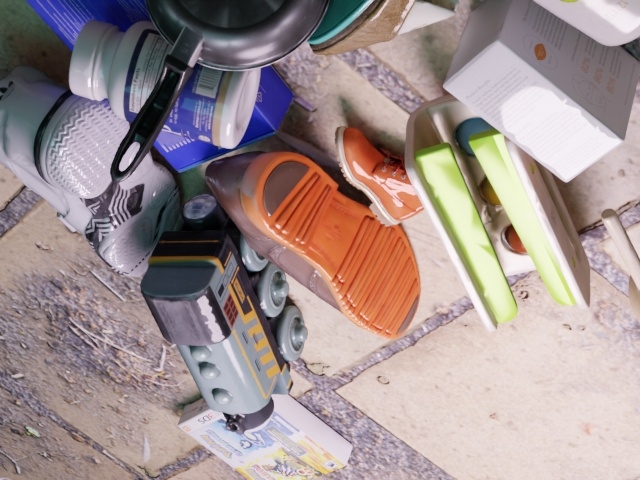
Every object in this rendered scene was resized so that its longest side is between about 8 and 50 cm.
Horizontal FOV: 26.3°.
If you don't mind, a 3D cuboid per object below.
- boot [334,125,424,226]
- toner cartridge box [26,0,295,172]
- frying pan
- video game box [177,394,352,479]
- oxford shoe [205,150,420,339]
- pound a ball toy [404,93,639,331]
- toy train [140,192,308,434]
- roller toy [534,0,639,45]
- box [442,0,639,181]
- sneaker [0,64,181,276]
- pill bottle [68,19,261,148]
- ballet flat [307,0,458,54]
[{"bbox_3d":[0.079,-0.085,1.612,0.084,0.059,0.158,-16,135,31],"label":"boot"},{"bbox_3d":[-0.199,-0.243,1.549,0.165,0.075,0.348,-17,125,36],"label":"toner cartridge box"},{"bbox_3d":[-0.137,-0.233,1.393,0.197,0.326,0.053,53,178,7],"label":"frying pan"},{"bbox_3d":[-0.087,0.297,2.088,0.205,0.048,0.187,40,138,-18],"label":"video game box"},{"bbox_3d":[0.000,0.000,1.692,0.132,0.130,0.364,13,155,45],"label":"oxford shoe"},{"bbox_3d":[0.250,-0.032,1.541,0.208,0.136,0.319,-15,129,21],"label":"pound a ball toy"},{"bbox_3d":[-0.123,0.102,1.789,0.142,0.190,0.334,2,134,23],"label":"toy train"},{"bbox_3d":[0.272,-0.281,1.222,0.146,0.209,0.191,31,177,-9],"label":"roller toy"},{"bbox_3d":[0.229,-0.169,1.399,0.170,0.130,0.091,36,137,-14],"label":"box"},{"bbox_3d":[-0.312,-0.096,1.712,0.210,0.137,0.366,29,162,23],"label":"sneaker"},{"bbox_3d":[-0.167,-0.174,1.468,0.186,0.112,0.112,16,138,7],"label":"pill bottle"},{"bbox_3d":[0.106,-0.290,1.363,0.124,0.116,0.342,15,138,-21],"label":"ballet flat"}]
